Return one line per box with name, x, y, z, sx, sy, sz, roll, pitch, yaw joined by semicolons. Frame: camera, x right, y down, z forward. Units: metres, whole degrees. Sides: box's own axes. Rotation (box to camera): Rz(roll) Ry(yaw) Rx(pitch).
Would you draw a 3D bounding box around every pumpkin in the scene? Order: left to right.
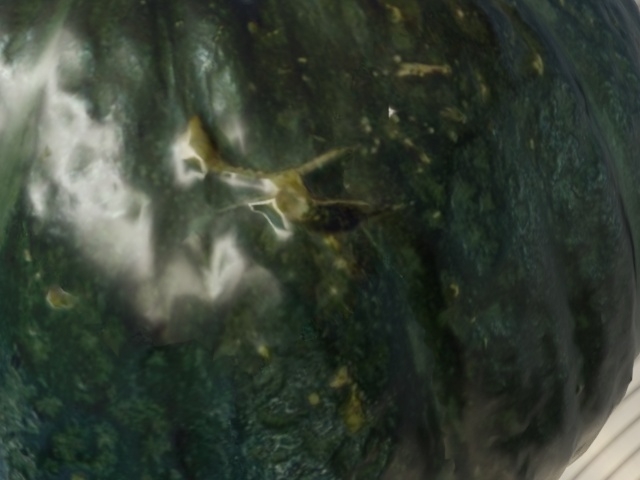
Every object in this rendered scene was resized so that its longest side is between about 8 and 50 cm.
pumpkin;0.000;0.000;0.604;0.293;0.263;0.197;-33;53;-28
